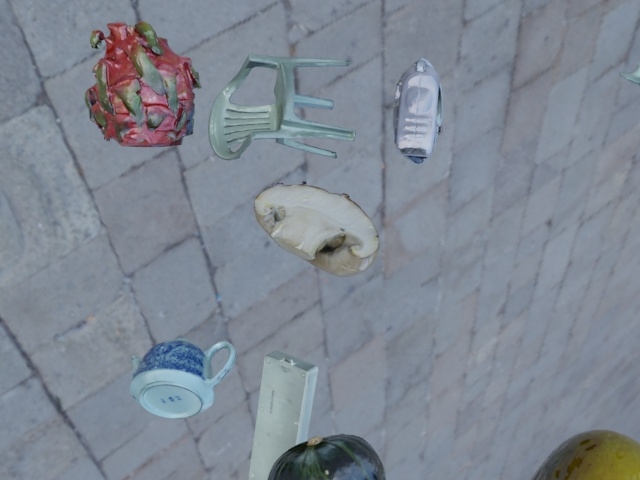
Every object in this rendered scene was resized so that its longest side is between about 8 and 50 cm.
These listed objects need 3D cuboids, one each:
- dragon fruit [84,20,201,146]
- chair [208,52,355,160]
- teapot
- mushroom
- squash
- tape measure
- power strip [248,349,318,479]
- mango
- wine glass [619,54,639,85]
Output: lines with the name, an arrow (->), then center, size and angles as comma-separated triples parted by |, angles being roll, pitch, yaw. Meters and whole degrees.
dragon fruit -> -0.252, -0.220, 1.141 | 0.160, 0.166, 0.172 | -3, 100, -17
chair -> -0.086, -0.265, 1.685 | 0.275, 0.203, 0.190 | 5, 158, -14
teapot -> -0.270, 0.246, 1.529 | 0.232, 0.159, 0.159 | -13, 153, 16
mushroom -> 0.000, 0.000, 1.577 | 0.156, 0.286, 0.151 | -47, 147, -26
squash -> 0.013, 0.427, 1.398 | 0.218, 0.172, 0.218 | -13, 163, -4
tape measure -> 0.229, -0.292, 1.877 | 0.197, 0.120, 0.236 | 55, 41, -76
power strip -> -0.081, 0.395, 1.609 | 0.043, 0.106, 0.367 | -21, 124, -58
mango -> 0.406, 0.512, 1.308 | 0.445, 0.221, 0.301 | -58, -171, 1
wine glass -> 0.551, -0.330, 1.309 | 0.073, 0.073, 0.155 | -11, 129, -44
